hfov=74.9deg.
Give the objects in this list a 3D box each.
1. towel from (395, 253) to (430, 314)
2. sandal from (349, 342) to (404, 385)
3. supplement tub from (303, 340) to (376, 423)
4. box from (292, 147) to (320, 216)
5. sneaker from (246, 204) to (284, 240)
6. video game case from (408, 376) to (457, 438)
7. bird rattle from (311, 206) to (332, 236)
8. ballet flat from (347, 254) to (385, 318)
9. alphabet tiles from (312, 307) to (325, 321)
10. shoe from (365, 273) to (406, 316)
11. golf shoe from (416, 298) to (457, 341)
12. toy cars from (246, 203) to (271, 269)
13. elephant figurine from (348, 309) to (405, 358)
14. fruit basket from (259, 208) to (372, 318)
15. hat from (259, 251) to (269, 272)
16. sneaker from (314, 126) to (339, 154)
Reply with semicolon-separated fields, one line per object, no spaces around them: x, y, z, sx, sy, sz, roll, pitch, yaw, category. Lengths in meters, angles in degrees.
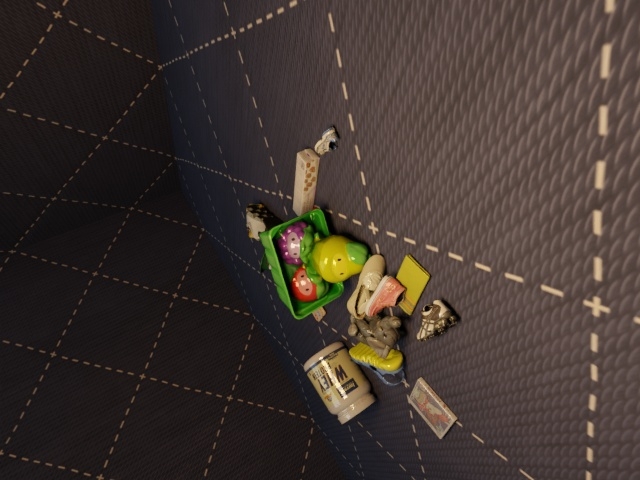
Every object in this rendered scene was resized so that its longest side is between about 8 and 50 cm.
0.286;0.146;1.346;0.102;0.021;0.237;47;151;27;towel
0.230;0.500;1.698;0.317;0.126;0.138;8;125;64;sandal
0.094;0.680;2.010;0.324;0.236;0.235;55;155;20;supplement tub
-0.059;-0.215;1.634;0.067;0.063;0.323;53;154;28;box
-0.267;-0.045;2.110;0.331;0.123;0.146;40;128;39;sneaker
0.414;0.630;1.564;0.183;0.023;0.201;47;151;33;video game case
0.000;0.000;1.718;0.207;0.143;0.253;34;131;30;bird rattle
0.165;0.168;1.439;0.086;0.086;0.248;43;123;39;ballet flat
-0.060;0.288;2.198;0.277;0.021;0.284;57;155;16;alphabet tiles
0.216;0.204;1.388;0.081;0.064;0.177;42;123;31;shoe
0.342;0.245;1.277;0.093;0.077;0.198;65;152;25;golf shoe
-0.276;-0.022;2.241;0.176;0.087;0.393;-40;77;29;toy cars
0.223;0.334;1.493;0.240;0.186;0.169;17;88;52;elephant figurine
-0.015;0.082;1.533;0.392;0.283;0.391;35;138;38;fruit basket
-0.224;0.137;2.351;0.184;0.172;0.208;21;152;7;hat
0.023;-0.314;1.382;0.058;0.052;0.135;56;156;8;sneaker
